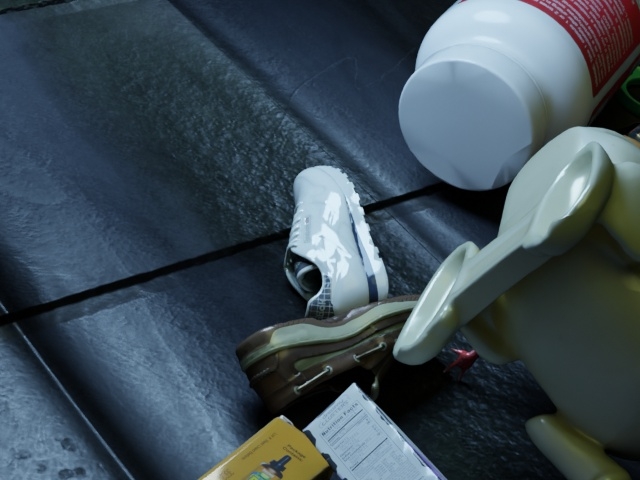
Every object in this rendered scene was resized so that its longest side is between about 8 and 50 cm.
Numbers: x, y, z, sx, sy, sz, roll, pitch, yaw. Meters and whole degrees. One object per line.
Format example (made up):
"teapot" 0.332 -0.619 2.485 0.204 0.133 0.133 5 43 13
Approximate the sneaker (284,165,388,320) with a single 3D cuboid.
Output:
"sneaker" 0.000 0.000 1.969 0.095 0.090 0.235 -8 42 -15

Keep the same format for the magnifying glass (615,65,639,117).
"magnifying glass" 0.415 -0.237 2.462 0.092 0.026 0.231 -16 47 -35

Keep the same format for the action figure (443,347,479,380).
"action figure" 0.246 0.117 1.920 0.280 0.139 0.091 33 32 -15

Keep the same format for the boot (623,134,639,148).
"boot" 0.459 -0.057 2.050 0.280 0.096 0.264 28 73 42

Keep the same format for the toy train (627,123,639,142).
"toy train" 0.478 -0.026 2.137 0.190 0.142 0.334 -31 56 -31

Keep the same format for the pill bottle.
"pill bottle" 0.259 -0.227 2.224 0.229 0.229 0.407 27 38 14

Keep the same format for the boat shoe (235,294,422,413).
"boat shoe" 0.034 0.126 1.832 0.257 0.095 0.095 -12 69 -33

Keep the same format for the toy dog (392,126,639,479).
"toy dog" 0.327 0.107 1.764 0.408 0.284 0.395 43 29 -8

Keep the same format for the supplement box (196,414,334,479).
"supplement box" -0.084 0.255 1.621 0.078 0.080 0.233 34 43 20

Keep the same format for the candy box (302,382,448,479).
"candy box" 0.090 0.241 1.597 0.070 0.165 0.196 -43 37 -1
